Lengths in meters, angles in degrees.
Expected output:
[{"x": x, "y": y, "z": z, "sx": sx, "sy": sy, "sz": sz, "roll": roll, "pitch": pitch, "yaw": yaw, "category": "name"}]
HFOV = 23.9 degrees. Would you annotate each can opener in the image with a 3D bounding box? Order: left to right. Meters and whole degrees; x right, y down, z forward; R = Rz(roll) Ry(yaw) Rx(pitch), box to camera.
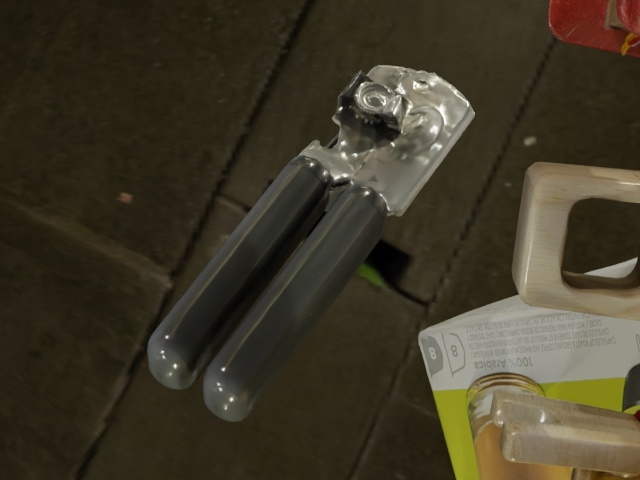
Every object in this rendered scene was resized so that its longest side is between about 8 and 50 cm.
[{"x": 0.000, "y": 0.000, "z": 0.918, "sx": 0.076, "sy": 0.095, "sz": 0.283, "roll": 28, "pitch": 58, "yaw": 15, "category": "can opener"}]

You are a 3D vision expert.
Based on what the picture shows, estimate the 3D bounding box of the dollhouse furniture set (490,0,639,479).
[{"x": 0.160, "y": 0.005, "z": 0.569, "sx": 0.152, "sy": 0.201, "sz": 0.374, "roll": 7, "pitch": 98, "yaw": 1, "category": "dollhouse furniture set"}]

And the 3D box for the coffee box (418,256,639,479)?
[{"x": 0.331, "y": 0.165, "z": 1.019, "sx": 0.338, "sy": 0.338, "sz": 0.334, "roll": -15, "pitch": 92, "yaw": -35, "category": "coffee box"}]
